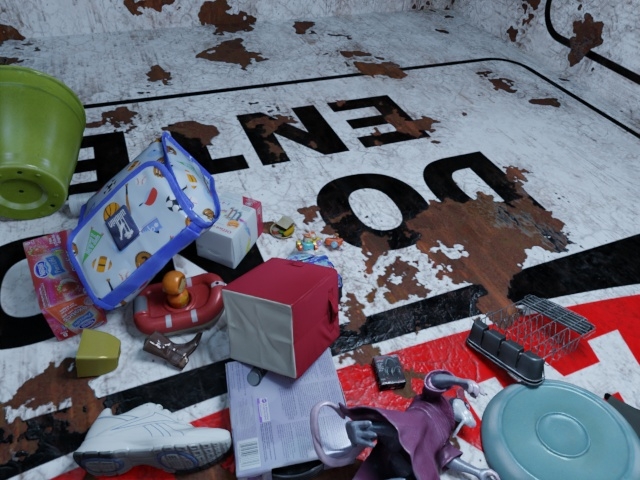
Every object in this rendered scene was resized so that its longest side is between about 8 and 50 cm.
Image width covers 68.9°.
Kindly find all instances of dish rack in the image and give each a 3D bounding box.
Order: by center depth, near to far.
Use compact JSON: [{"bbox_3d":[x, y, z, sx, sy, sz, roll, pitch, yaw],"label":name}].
[{"bbox_3d":[0.530,0.229,1.164,0.271,0.074,0.208,-17,30,-28],"label":"dish rack"}]

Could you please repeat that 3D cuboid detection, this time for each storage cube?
[{"bbox_3d":[-0.082,0.165,1.056,0.214,0.184,0.193,10,24,28],"label":"storage cube"}]

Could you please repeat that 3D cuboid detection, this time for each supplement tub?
[{"bbox_3d":[-0.711,-0.113,1.442,0.107,0.071,0.071,-8,45,-15],"label":"supplement tub"}]

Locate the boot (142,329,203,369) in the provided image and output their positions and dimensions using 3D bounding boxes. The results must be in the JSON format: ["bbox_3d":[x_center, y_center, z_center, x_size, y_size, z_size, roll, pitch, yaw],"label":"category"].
[{"bbox_3d":[-0.350,0.237,1.106,0.114,0.037,0.106,29,48,-2],"label":"boot"}]

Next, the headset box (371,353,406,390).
[{"bbox_3d":[0.160,0.309,1.105,0.062,0.032,0.083,-4,46,-9],"label":"headset box"}]

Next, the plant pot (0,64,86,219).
[{"bbox_3d":[-0.908,-0.268,1.418,0.366,0.367,0.353,-11,57,-16],"label":"plant pot"}]

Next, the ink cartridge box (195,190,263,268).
[{"bbox_3d":[-0.265,-0.033,1.357,0.128,0.127,0.176,18,46,13],"label":"ink cartridge box"}]

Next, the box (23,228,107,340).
[{"bbox_3d":[-0.643,0.106,1.175,0.122,0.128,0.257,-22,50,-25],"label":"box"}]

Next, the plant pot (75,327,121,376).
[{"bbox_3d":[-0.503,0.258,1.066,0.083,0.082,0.081,6,42,-16],"label":"plant pot"}]

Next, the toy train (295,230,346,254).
[{"bbox_3d":[0.000,0.000,1.365,0.125,0.046,0.166,9,13,23],"label":"toy train"}]

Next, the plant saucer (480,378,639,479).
[{"bbox_3d":[0.501,0.411,0.971,0.317,0.044,0.318,-6,37,5],"label":"plant saucer"}]

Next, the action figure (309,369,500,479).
[{"bbox_3d":[0.196,0.391,0.930,0.275,0.248,0.370,-6,1,34],"label":"action figure"}]

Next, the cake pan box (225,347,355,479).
[{"bbox_3d":[-0.068,0.368,0.997,0.245,0.070,0.267,-9,45,-11],"label":"cake pan box"}]

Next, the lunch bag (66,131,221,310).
[{"bbox_3d":[-0.429,-0.050,1.157,0.327,0.239,0.385,-39,37,9],"label":"lunch bag"}]

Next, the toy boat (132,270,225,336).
[{"bbox_3d":[-0.350,0.135,1.155,0.230,0.151,0.151,-11,46,-16],"label":"toy boat"}]

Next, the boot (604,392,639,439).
[{"bbox_3d":[0.656,0.432,1.006,0.137,0.077,0.197,26,40,34],"label":"boot"}]

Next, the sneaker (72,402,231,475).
[{"bbox_3d":[-0.325,0.384,0.931,0.296,0.111,0.129,3,38,-4],"label":"sneaker"}]

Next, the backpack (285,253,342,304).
[{"bbox_3d":[-0.036,0.098,1.250,0.158,0.117,0.173,-12,44,-18],"label":"backpack"}]

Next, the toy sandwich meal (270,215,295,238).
[{"bbox_3d":[-0.116,-0.040,1.450,0.085,0.029,0.086,3,43,-3],"label":"toy sandwich meal"}]
